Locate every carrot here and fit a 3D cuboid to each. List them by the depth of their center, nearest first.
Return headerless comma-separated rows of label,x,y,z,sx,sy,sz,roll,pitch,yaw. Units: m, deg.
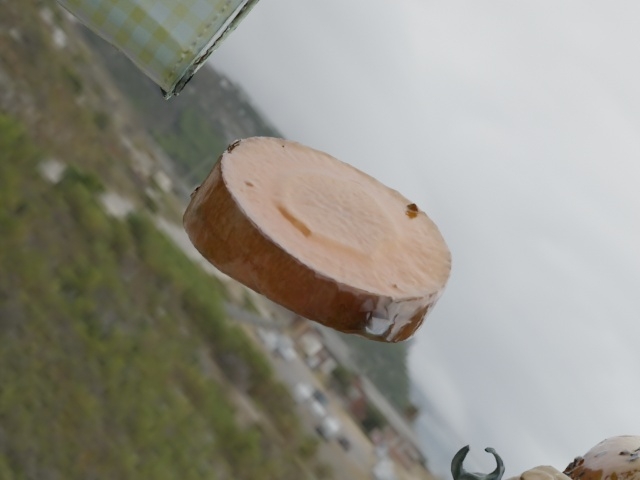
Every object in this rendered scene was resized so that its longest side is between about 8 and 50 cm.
carrot,0.000,0.000,1.576,0.258,0.100,0.307,10,21,-28

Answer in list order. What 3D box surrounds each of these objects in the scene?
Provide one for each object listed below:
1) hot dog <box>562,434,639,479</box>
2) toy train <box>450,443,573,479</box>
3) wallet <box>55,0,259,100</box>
hot dog,0.337,0.409,1.952,0.196,0.367,0.365,37,8,3
toy train,0.127,0.362,1.198,0.249,0.178,0.429,31,-55,46
wallet,-0.171,-0.289,1.269,0.309,0.223,0.077,40,-10,-4
